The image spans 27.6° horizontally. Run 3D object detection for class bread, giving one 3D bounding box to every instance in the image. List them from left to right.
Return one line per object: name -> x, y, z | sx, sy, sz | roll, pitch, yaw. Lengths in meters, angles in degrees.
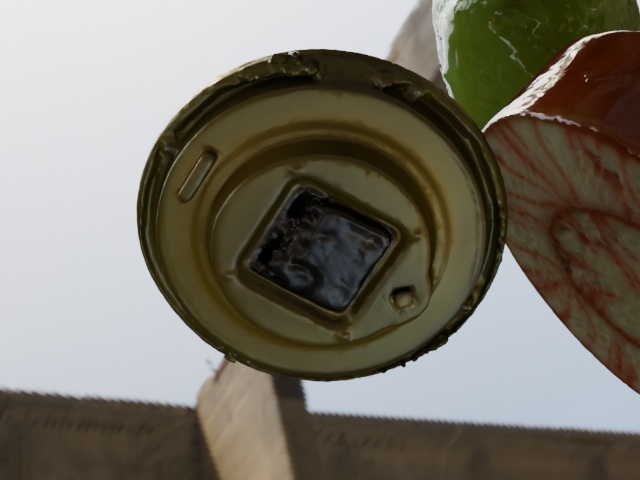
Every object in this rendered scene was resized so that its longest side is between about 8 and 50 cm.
bread -> 0.257, -0.003, 0.975 | 0.114, 0.328, 0.295 | -43, -147, -17

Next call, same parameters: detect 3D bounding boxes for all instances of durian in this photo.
durian -> 0.222, -0.189, 1.358 | 0.204, 0.340, 0.256 | -17, -158, -5

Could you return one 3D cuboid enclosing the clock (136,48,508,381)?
clock -> 0.000, 0.000, 0.795 | 0.237, 0.237, 0.057 | 25, -153, -11
